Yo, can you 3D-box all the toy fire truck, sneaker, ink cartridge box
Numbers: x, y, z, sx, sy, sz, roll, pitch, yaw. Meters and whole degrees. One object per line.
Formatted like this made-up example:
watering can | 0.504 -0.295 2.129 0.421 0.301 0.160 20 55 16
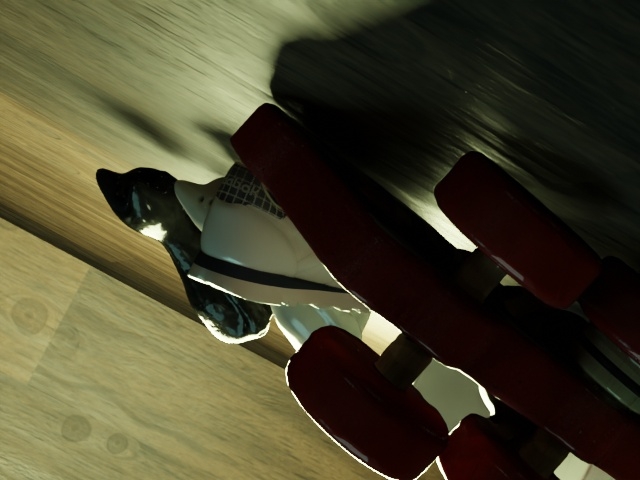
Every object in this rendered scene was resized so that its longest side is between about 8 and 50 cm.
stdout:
toy fire truck | 0.092 0.040 0.861 0.302 0.169 0.254 34 -168 -31
sneaker | 0.000 0.000 1.042 0.090 0.095 0.235 15 -176 33
ink cartridge box | 0.144 0.138 1.214 0.128 0.127 0.176 26 171 4

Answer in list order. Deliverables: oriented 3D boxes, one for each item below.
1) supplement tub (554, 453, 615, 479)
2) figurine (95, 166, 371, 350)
supplement tub | 0.308 0.218 1.020 0.272 0.191 0.191 27 170 2
figurine | -0.078 0.008 1.196 0.215 0.092 0.209 7 149 51
